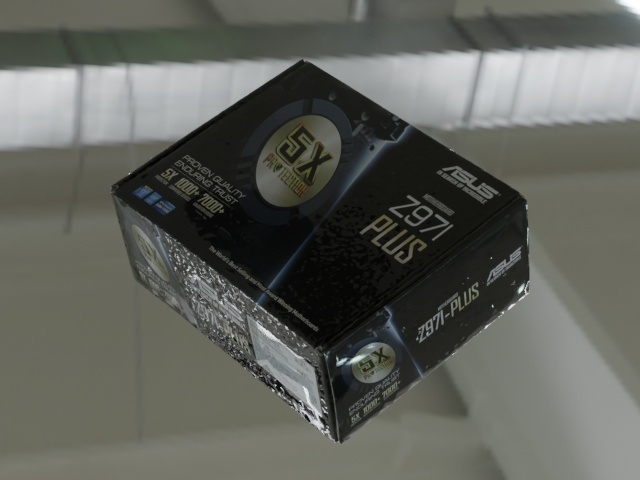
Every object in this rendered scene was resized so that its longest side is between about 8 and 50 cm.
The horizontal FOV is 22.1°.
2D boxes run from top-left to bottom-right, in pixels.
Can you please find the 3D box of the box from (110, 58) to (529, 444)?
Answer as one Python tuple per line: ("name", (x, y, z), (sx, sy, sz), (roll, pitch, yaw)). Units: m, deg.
("box", (0.000, 0.000, 0.895), (0.147, 0.077, 0.180), (-35, -129, -24))
